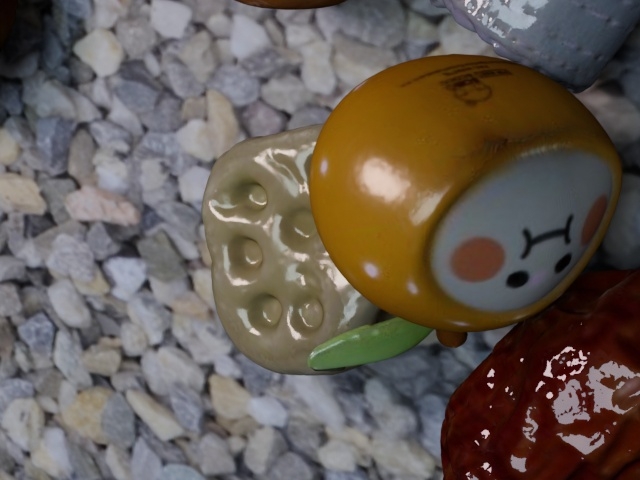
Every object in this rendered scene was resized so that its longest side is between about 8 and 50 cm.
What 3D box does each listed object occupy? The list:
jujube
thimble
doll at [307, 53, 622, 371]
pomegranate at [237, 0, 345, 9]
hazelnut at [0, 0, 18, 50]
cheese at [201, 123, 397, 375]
[{"bbox_3d":[0.191,0.131,0.891,0.174,0.174,0.250,51,119,17],"label":"jujube"},{"bbox_3d":[0.164,-0.192,0.897,0.151,0.127,0.118,45,115,26],"label":"thimble"},{"bbox_3d":[0.093,-0.012,0.860,0.213,0.213,0.236,27,130,27],"label":"doll"},{"bbox_3d":[-0.026,-0.285,0.959,0.209,0.209,0.209,4,98,32],"label":"pomegranate"},{"bbox_3d":[-0.411,-0.251,1.224,0.251,0.217,0.217,44,116,31],"label":"hazelnut"},{"bbox_3d":[0.000,0.000,1.029,0.235,0.117,0.218,-45,70,25],"label":"cheese"}]
